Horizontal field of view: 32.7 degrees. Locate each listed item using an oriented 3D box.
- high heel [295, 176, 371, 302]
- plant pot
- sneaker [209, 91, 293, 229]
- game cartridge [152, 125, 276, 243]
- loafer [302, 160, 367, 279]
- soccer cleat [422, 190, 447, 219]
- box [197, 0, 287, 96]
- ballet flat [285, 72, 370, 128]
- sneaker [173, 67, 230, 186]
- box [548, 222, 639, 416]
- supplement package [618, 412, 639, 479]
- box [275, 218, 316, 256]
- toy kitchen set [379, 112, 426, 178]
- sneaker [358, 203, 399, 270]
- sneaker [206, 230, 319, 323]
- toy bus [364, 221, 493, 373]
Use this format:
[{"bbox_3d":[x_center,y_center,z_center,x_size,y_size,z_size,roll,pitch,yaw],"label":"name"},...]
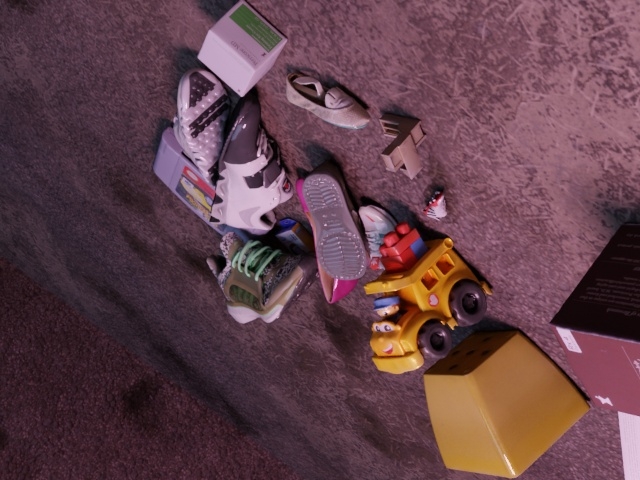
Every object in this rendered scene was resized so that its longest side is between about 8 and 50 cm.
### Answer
[{"bbox_3d":[0.000,0.000,2.032,0.082,0.117,0.244,14,144,47],"label":"high heel"},{"bbox_3d":[0.310,0.278,1.954,0.187,0.212,0.212,60,153,-11],"label":"plant pot"},{"bbox_3d":[-0.113,-0.138,1.994,0.146,0.122,0.331,15,144,0],"label":"sneaker"},{"bbox_3d":[-0.228,-0.100,2.290,0.294,0.060,0.196,41,160,1],"label":"game cartridge"},{"bbox_3d":[0.034,-0.036,1.950,0.094,0.087,0.251,-1,129,15],"label":"loafer"},{"bbox_3d":[0.192,-0.055,1.765,0.035,0.029,0.083,32,159,1],"label":"soccer cleat"},{"bbox_3d":[-0.126,-0.306,1.738,0.101,0.087,0.102,42,156,-1],"label":"box"},{"bbox_3d":[0.006,-0.224,1.726,0.168,0.057,0.052,24,141,33],"label":"ballet flat"},{"bbox_3d":[-0.232,-0.221,2.037,0.118,0.110,0.292,40,157,25],"label":"sneaker"},{"bbox_3d":[0.447,0.108,1.441,0.167,0.203,0.168,8,140,51],"label":"box"},{"bbox_3d":[0.582,0.283,1.494,0.293,0.177,0.175,4,104,55],"label":"supplement package"},{"bbox_3d":[-0.035,0.013,2.219,0.136,0.028,0.081,45,156,-13],"label":"box"},{"bbox_3d":[0.113,-0.138,1.670,0.075,0.083,0.068,18,147,42],"label":"toy kitchen set"},{"bbox_3d":[0.110,0.010,1.935,0.057,0.075,0.161,3,136,54],"label":"sneaker"},{"bbox_3d":[-0.136,0.062,2.230,0.182,0.158,0.410,47,153,-11],"label":"sneaker"},{"bbox_3d":[0.151,0.086,1.845,0.211,0.220,0.149,56,150,-16],"label":"toy bus"}]
